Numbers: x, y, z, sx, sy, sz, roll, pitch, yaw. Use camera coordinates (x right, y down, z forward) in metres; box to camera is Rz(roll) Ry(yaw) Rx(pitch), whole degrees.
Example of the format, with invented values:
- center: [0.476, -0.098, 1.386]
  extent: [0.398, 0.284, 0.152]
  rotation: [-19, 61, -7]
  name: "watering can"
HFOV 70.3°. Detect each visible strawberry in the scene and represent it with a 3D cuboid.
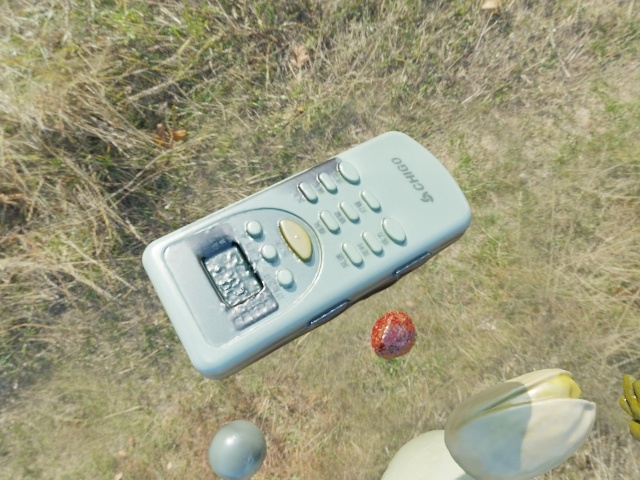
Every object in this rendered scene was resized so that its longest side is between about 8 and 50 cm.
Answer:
- center: [0.195, 0.255, 1.211]
  extent: [0.131, 0.148, 0.131]
  rotation: [1, 97, 8]
  name: "strawberry"

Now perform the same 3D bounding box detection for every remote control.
- center: [0.000, 0.000, 0.422]
  extent: [0.296, 0.056, 0.140]
  rotation: [-28, 69, -16]
  name: "remote control"

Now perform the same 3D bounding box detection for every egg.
- center: [0.225, 0.441, 0.800]
  extent: [0.337, 0.337, 0.201]
  rotation: [-21, 52, 6]
  name: "egg"

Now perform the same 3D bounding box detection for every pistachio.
- center: [0.253, 0.247, 0.596]
  extent: [0.145, 0.117, 0.200]
  rotation: [19, 133, -34]
  name: "pistachio"

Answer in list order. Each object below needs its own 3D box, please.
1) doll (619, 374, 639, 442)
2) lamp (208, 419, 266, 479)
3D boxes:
- center: [0.885, 0.462, 1.224]
  extent: [0.097, 0.137, 0.209]
  rotation: [-19, 96, -17]
  name: "doll"
- center: [-0.150, 0.381, 0.824]
  extent: [0.105, 0.105, 0.105]
  rotation: [0, 94, 5]
  name: "lamp"
